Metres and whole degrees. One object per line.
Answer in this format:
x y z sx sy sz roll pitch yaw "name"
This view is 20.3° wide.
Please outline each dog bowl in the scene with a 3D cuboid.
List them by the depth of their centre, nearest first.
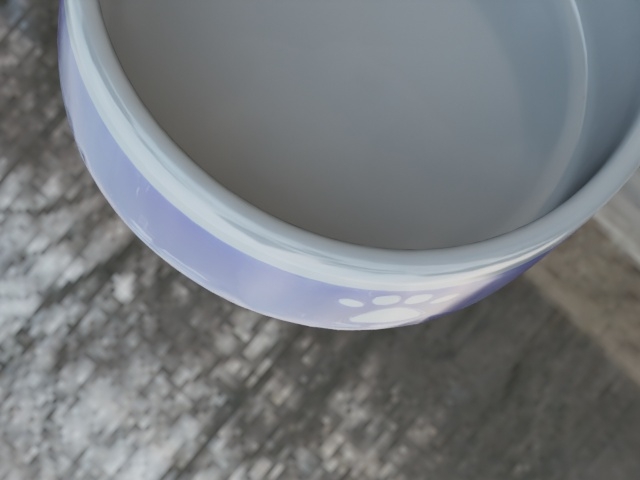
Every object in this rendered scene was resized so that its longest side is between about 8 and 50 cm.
0.019 -0.098 0.777 0.265 0.265 0.104 40 159 3 "dog bowl"
